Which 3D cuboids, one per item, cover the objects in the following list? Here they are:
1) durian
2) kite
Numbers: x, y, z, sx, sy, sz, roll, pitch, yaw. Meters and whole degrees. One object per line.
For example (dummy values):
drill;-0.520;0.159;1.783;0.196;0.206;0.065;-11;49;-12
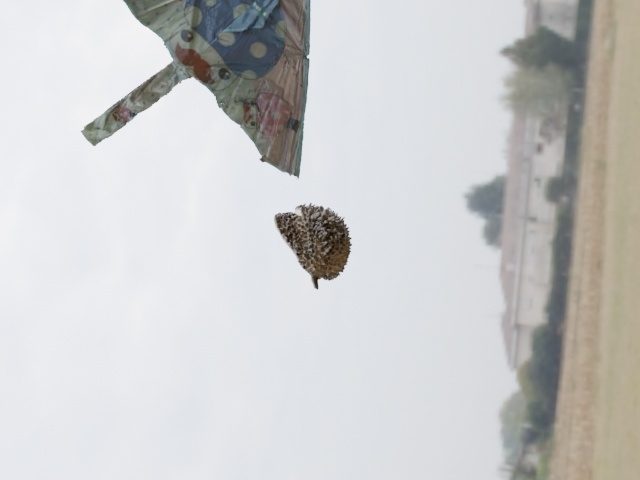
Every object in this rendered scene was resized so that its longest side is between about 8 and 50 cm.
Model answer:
durian;-0.001;-0.002;1.321;0.071;0.110;0.140;-51;33;33
kite;-0.125;-0.193;1.083;0.335;0.314;0.011;48;-165;-14
